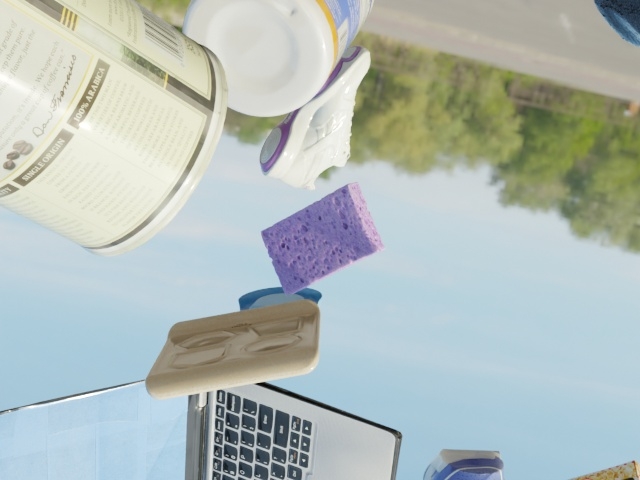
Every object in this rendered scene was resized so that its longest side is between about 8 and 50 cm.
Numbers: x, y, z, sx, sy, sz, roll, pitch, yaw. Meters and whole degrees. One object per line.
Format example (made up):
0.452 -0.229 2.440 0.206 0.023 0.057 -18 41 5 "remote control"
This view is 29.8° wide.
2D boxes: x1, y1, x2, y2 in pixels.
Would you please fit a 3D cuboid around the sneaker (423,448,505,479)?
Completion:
0.208 0.464 1.754 0.127 0.316 0.182 2 -144 -16 "sneaker"

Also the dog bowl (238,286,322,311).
-0.093 0.164 2.291 0.165 0.074 0.297 0 -166 14 "dog bowl"

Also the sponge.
0.000 0.000 1.934 0.210 0.117 0.031 -27 174 40 "sponge"

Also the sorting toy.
-0.094 0.128 1.389 0.193 0.038 0.208 -11 -166 3 "sorting toy"

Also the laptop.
-0.151 0.372 1.439 0.407 0.382 0.236 17 -151 22 "laptop"

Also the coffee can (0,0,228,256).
-0.238 -0.131 0.930 0.275 0.202 0.201 31 175 -39 "coffee can"

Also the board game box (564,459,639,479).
0.370 0.401 1.569 0.146 0.194 0.045 -20 151 22 "board game box"

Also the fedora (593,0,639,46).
0.478 -0.384 1.703 0.152 0.334 0.334 5 -178 39 "fedora"

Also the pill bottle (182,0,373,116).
-0.029 -0.250 1.253 0.152 0.152 0.272 14 -146 9 "pill bottle"

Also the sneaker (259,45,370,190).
0.013 -0.232 2.299 0.152 0.305 0.114 28 -164 -29 "sneaker"
